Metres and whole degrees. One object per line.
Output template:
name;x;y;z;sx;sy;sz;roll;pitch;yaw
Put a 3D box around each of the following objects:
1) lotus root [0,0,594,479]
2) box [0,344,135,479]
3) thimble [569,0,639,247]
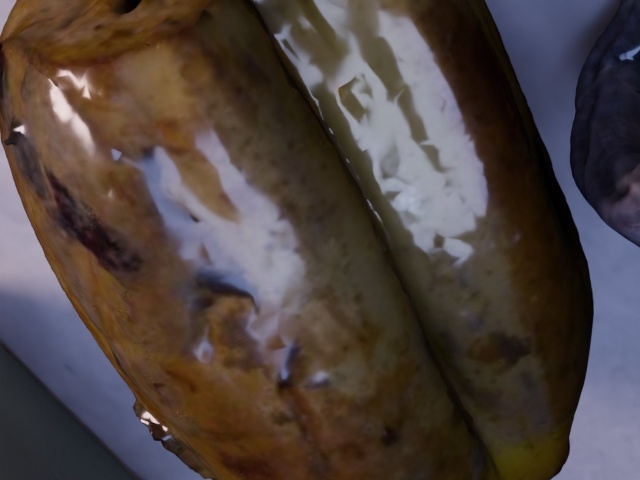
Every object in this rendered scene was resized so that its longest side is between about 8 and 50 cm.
lotus root;0.003;0.005;0.507;0.193;0.193;0.291;-20;125;14
box;-0.170;0.137;0.630;0.129;0.148;0.210;-32;122;8
thimble;0.166;-0.054;0.482;0.098;0.150;0.150;29;122;-17
